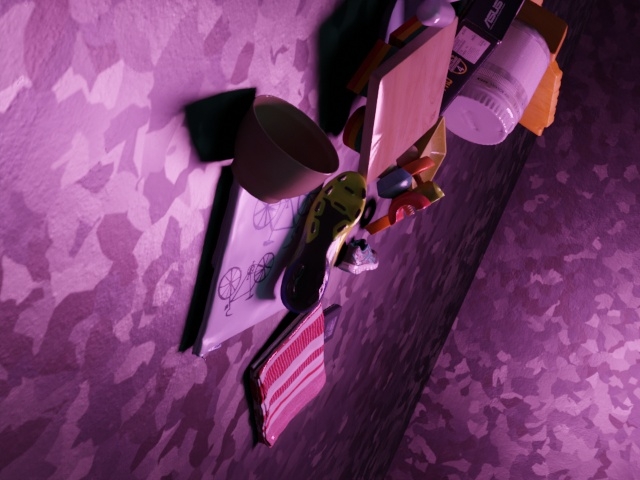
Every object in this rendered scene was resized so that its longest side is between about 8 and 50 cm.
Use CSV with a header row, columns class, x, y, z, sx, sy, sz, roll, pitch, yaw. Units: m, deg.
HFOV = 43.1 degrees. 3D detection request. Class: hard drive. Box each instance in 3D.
class,x,y,z,sx,sy,sz,roll,pitch,yaw
hard drive,0.004,0.212,1.939,0.135,0.022,0.094,-24,134,-62

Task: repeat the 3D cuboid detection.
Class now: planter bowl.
class,x,y,z,sx,sy,sz,roll,pitch,yaw
planter bowl,-0.067,-0.125,1.224,0.109,0.162,0.162,-45,171,27

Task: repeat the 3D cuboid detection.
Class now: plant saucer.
class,x,y,z,sx,sy,sz,roll,pitch,yaw
plant saucer,0.262,-0.207,2.089,0.188,0.045,0.188,-59,160,-18
plant saucer,0.155,-0.429,1.581,0.195,0.037,0.195,-50,155,-34

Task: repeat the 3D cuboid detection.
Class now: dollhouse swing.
class,x,y,z,sx,sy,sz,roll,pitch,yaw
dollhouse swing,0.643,-0.564,2.332,0.305,0.315,0.347,-39,152,-16

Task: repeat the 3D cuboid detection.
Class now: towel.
class,x,y,z,sx,sy,sz,roll,pitch,yaw
towel,-0.063,0.303,1.815,0.237,0.037,0.329,-46,152,-31

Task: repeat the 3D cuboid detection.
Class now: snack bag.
class,x,y,z,sx,sy,sz,roll,pitch,yaw
snack bag,-0.101,0.014,1.436,0.323,0.037,0.343,-25,135,-60

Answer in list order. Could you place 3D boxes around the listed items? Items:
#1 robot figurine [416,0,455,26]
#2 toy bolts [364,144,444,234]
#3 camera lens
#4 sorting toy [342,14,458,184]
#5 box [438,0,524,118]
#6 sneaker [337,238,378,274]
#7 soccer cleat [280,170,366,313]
class,x,y,z,sx,sy,sz,roll,pitch,yaw
robot figurine,0.178,-0.501,1.322,0.353,0.199,0.300,-23,105,-62
toy bolts,0.161,-0.124,1.875,0.218,0.158,0.228,-29,179,15
camera lens,0.433,-0.408,2.039,0.274,0.219,0.219,-59,159,-17
sorting toy,0.138,-0.280,1.538,0.255,0.089,0.257,-43,154,-33
box,0.333,-0.453,1.723,0.318,0.097,0.395,-57,-179,-20
sneaker,0.102,0.031,1.930,0.166,0.065,0.076,-20,127,-65
soccer cleat,-0.001,0.000,1.524,0.289,0.093,0.121,-66,-170,-11
